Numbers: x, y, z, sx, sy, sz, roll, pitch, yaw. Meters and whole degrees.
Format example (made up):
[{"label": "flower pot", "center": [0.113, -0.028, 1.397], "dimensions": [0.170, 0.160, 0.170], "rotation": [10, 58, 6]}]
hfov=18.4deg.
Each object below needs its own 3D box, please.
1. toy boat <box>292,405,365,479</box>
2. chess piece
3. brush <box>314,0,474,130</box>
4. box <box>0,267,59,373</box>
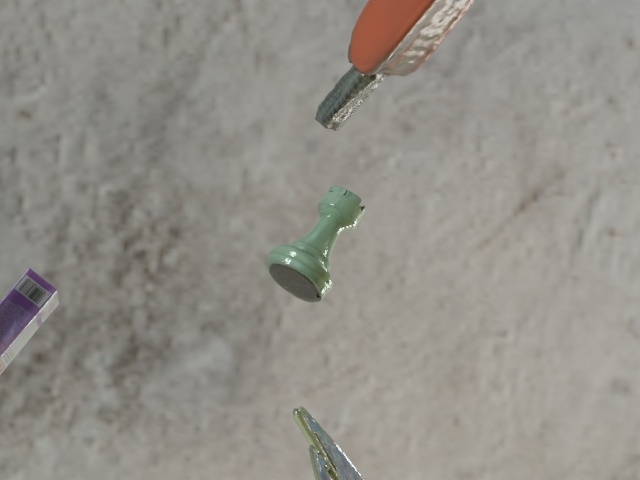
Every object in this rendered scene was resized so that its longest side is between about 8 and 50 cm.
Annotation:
[{"label": "toy boat", "center": [0.019, 0.110, 0.735], "dimensions": [0.091, 0.175, 0.110], "rotation": [-22, 83, -18]}, {"label": "chess piece", "center": [0.000, 0.000, 1.845], "dimensions": [0.067, 0.067, 0.103], "rotation": [49, 61, -30]}, {"label": "brush", "center": [0.083, -0.190, 1.494], "dimensions": [0.051, 0.323, 0.070], "rotation": [5, 52, -32]}, {"label": "box", "center": [-0.290, 0.085, 1.817], "dimensions": [0.036, 0.050, 0.117], "rotation": [36, 75, 7]}]
